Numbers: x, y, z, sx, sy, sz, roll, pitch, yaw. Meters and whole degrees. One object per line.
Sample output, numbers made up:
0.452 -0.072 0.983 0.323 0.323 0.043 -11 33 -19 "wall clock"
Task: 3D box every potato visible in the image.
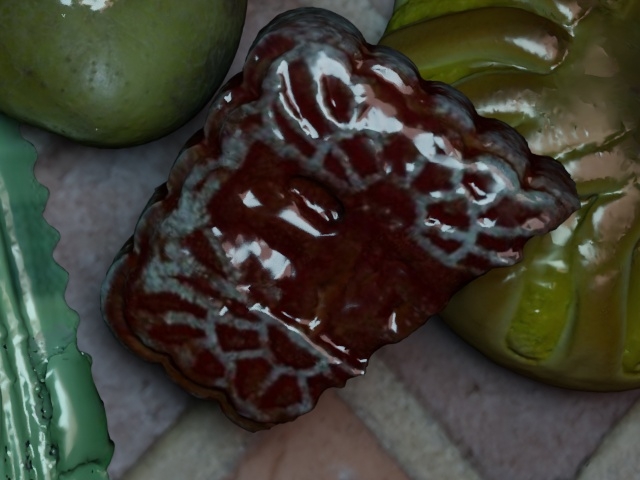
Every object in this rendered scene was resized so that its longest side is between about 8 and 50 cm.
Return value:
-0.123 -0.180 1.159 0.174 0.159 0.251 17 84 -48 "potato"

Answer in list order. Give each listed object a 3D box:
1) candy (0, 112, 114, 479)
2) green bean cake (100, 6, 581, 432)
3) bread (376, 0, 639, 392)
-0.288 0.053 1.047 0.398 0.172 0.262 -6 91 -46 "candy"
0.000 0.000 1.139 0.198 0.097 0.232 37 104 -6 "green bean cake"
0.175 -0.070 1.268 0.333 0.160 0.333 5 76 -22 "bread"
